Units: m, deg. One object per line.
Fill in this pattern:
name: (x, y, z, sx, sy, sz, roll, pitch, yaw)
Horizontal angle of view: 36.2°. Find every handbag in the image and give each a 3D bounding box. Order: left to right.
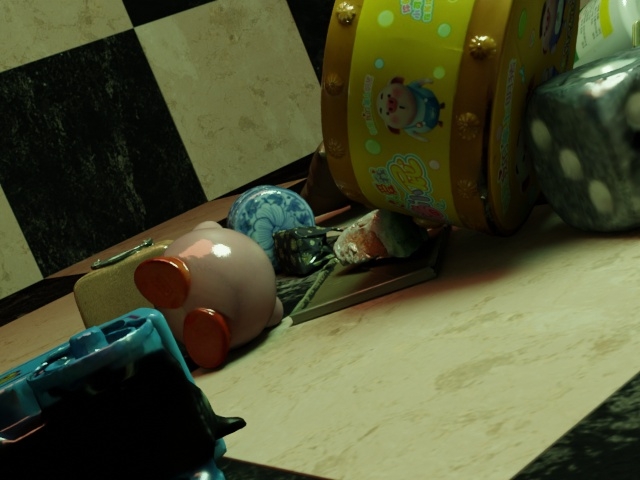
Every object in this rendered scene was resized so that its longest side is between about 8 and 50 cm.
handbag: (-0.289, 0.083, 1.568, 0.193, 0.151, 0.072, -20, 8, 8)
handbag: (0.000, 0.000, 1.623, 0.139, 0.072, 0.115, -21, 7, -22)

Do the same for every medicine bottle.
medicine bottle: (0.509, -0.316, 1.643, 0.208, 0.208, 0.340, -25, -6, -19)

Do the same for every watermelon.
watermelon: (0.078, -0.010, 1.402, 0.139, 0.071, 0.187, -24, 10, 10)

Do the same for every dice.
dice: (0.359, -0.121, 1.139, 0.181, 0.183, 0.182, -23, 10, -15)

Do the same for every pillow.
pillow: (0.090, -0.169, 1.958, 0.308, 0.108, 0.305, -32, -14, -24)

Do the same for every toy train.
toy train: (-0.223, 0.179, 0.802, 0.300, 0.188, 0.265, -27, 6, -18)

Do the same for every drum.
drum: (0.183, -0.227, 1.267, 0.214, 0.431, 0.431, 13, 25, 24)

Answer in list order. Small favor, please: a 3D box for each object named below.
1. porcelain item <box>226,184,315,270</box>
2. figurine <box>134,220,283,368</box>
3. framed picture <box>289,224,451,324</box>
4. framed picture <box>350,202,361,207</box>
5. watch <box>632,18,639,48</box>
porcelain item: (-0.087, -0.022, 1.709, 0.147, 0.147, 0.114, -24, 11, -9)
figurine: (-0.137, 0.062, 1.281, 0.173, 0.173, 0.173, -22, 9, 4)
framed picture: (0.080, 0.037, 1.386, 0.209, 0.019, 0.281, -19, 10, 17)
framed picture: (0.154, -0.130, 2.160, 0.184, 0.016, 0.250, -21, 10, 10)
watch: (0.600, -0.281, 1.387, 0.268, 0.102, 0.165, -2, 17, -14)
